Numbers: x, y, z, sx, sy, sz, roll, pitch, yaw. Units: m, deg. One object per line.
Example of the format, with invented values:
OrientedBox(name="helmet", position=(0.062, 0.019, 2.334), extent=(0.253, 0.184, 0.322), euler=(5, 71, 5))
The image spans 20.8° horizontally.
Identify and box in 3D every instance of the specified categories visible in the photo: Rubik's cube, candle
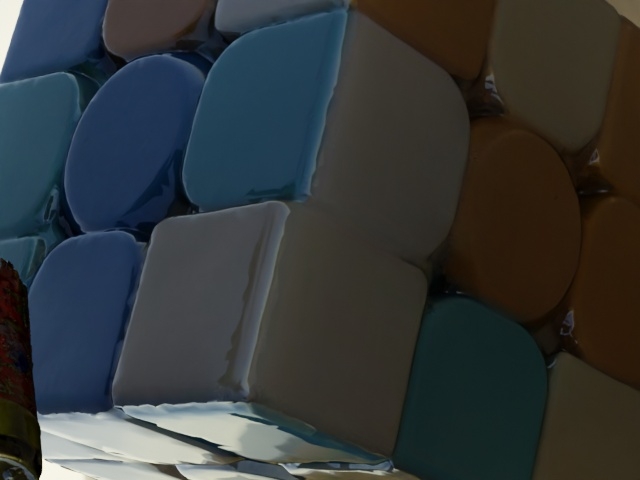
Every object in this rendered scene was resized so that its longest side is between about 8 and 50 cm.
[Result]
OrientedBox(name="Rubik's cube", position=(0.000, 0.000, 1.117), extent=(0.347, 0.347, 0.344), euler=(-6, 63, 45))
OrientedBox(name="candle", position=(-0.149, 0.056, 0.756), extent=(0.052, 0.052, 0.130), euler=(93, 168, -45))
